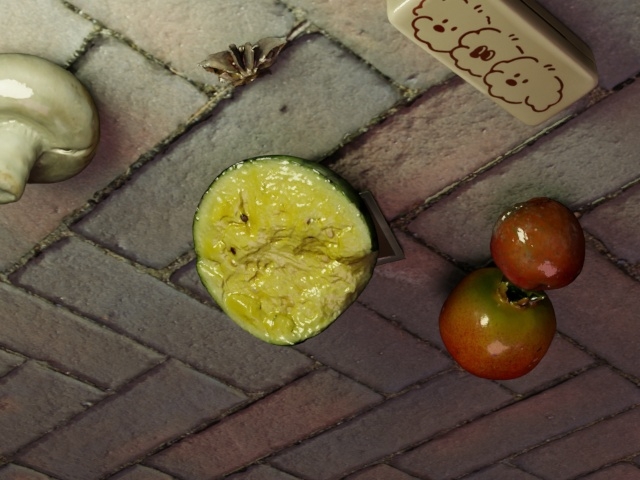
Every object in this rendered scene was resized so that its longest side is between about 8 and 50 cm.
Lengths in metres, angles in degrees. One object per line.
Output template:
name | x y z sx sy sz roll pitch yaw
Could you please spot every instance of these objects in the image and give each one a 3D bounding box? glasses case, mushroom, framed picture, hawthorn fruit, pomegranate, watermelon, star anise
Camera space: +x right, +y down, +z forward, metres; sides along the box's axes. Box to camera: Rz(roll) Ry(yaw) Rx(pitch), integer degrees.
glasses case | 0.256 -0.299 1.571 0.336 0.076 0.144 29 133 -31
mushroom | -0.461 -0.154 1.634 0.243 0.244 0.244 0 142 0
framed picture | 0.000 0.000 1.996 0.274 0.017 0.217 -13 140 15
hawthorn fruit | 0.388 0.011 1.886 0.172 0.173 0.173 0 142 0
pomegranate | 0.342 0.149 2.036 0.220 0.221 0.257 6 138 -7
watermelon | -0.050 -0.002 1.842 0.330 0.189 0.331 4 104 18
star anise | -0.104 -0.275 1.620 0.129 0.056 0.124 -24 161 21
